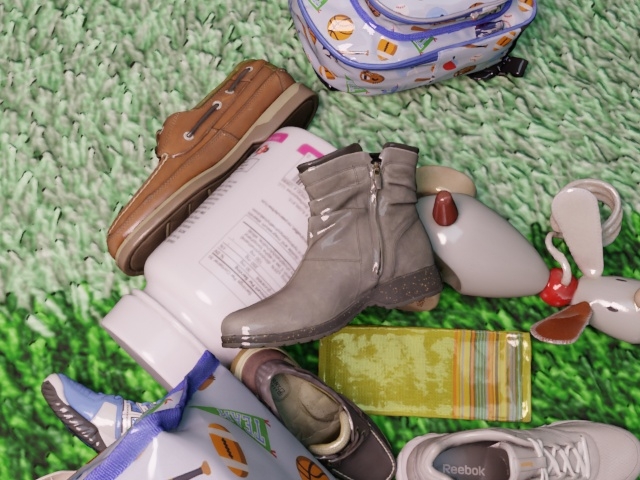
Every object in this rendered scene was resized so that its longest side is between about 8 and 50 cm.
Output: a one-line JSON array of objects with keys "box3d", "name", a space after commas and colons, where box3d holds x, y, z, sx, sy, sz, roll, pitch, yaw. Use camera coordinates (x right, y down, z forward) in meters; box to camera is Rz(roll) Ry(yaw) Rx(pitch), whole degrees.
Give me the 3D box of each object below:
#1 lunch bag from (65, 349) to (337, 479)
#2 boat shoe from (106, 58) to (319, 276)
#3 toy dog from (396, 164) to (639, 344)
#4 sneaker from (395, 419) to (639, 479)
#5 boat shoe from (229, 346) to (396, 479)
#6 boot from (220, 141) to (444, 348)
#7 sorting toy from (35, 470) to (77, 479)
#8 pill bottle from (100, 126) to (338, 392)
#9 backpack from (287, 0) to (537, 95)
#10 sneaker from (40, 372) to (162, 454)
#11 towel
[{"box3d": [-0.136, 0.351, 0.688, 0.385, 0.239, 0.328, -43, 89, 10], "name": "lunch bag"}, {"box3d": [-0.137, -0.088, 0.939, 0.104, 0.111, 0.307, 38, 63, 13], "name": "boat shoe"}, {"box3d": [0.219, 0.011, 0.896, 0.333, 0.161, 0.220, -1, 71, -5], "name": "toy dog"}, {"box3d": [0.213, 0.231, 0.840, 0.262, 0.121, 0.099, -5, 72, -7], "name": "sneaker"}, {"box3d": [0.002, 0.184, 0.811, 0.080, 0.073, 0.223, -46, 116, -5], "name": "boat shoe"}, {"box3d": [0.000, 0.000, 0.781, 0.246, 0.083, 0.161, -18, 96, -29], "name": "boot"}, {"box3d": [-0.235, 0.265, 0.836, 0.075, 0.045, 0.083, -23, 75, -19], "name": "sorting toy"}, {"box3d": [-0.079, 0.029, 0.866, 0.160, 0.160, 0.283, 41, 73, 9], "name": "pill bottle"}, {"box3d": [0.094, -0.300, 0.981, 0.263, 0.213, 0.276, -23, 77, -1], "name": "backpack"}, {"box3d": [-0.187, 0.193, 0.848, 0.211, 0.080, 0.081, 34, 70, -3], "name": "sneaker"}, {"box3d": [0.116, 0.144, 0.915, 0.237, 0.021, 0.102, 3, 70, -3], "name": "towel"}]
